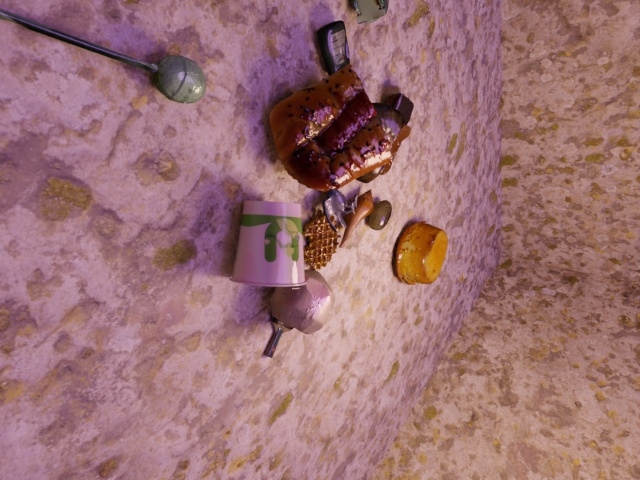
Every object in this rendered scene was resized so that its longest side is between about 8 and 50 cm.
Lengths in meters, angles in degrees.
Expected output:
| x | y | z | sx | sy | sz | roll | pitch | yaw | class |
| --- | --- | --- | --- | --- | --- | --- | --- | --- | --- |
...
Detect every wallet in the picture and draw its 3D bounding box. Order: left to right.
| x | y | z | sx | sy | sz | roll | pitch | yaw | class |
| --- | --- | --- | --- | --- | --- | --- | --- | --- | --- |
| 0.336 | -0.509 | 1.853 | 0.165 | 0.042 | 0.309 | 3 | 112 | -56 | wallet |

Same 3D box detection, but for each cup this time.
| x | y | z | sx | sy | sz | roll | pitch | yaw | class |
| --- | --- | --- | --- | --- | --- | --- | --- | --- | --- |
| -0.162 | 0.009 | 1.312 | 0.253 | 0.253 | 0.273 | 3 | 91 | -51 | cup |

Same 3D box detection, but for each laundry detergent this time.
| x | y | z | sx | sy | sz | roll | pitch | yaw | class |
| --- | --- | --- | --- | --- | --- | --- | --- | --- | --- |
| 0.065 | -0.683 | 1.489 | 0.144 | 0.078 | 0.221 | -49 | 134 | -34 | laundry detergent |

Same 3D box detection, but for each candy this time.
| x | y | z | sx | sy | sz | roll | pitch | yaw | class |
| --- | --- | --- | --- | --- | --- | --- | --- | --- | --- |
| -0.467 | -0.424 | 0.916 | 0.440 | 0.119 | 0.119 | 7 | 95 | -45 | candy |

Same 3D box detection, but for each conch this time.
| x | y | z | sx | sy | sz | roll | pitch | yaw | class |
| --- | --- | --- | --- | --- | --- | --- | --- | --- | --- |
| 0.145 | -0.105 | 1.745 | 0.093 | 0.109 | 0.330 | 48 | 63 | -24 | conch |

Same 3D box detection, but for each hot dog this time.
| x | y | z | sx | sy | sz | roll | pitch | yaw | class |
| --- | --- | --- | --- | --- | --- | --- | --- | --- | --- |
| 0.022 | -0.358 | 1.362 | 0.366 | 0.196 | 0.367 | -29 | 97 | -8 | hot dog |

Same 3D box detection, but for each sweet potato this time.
| x | y | z | sx | sy | sz | roll | pitch | yaw | class |
| --- | --- | --- | --- | --- | --- | --- | --- | --- | --- |
| 0.316 | -0.619 | 1.830 | 0.202 | 0.055 | 0.058 | -53 | 132 | -27 | sweet potato |

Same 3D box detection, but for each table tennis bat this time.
| x | y | z | sx | sy | sz | roll | pitch | yaw | class |
| --- | --- | --- | --- | --- | --- | --- | --- | --- | --- |
| -0.146 | 0.313 | 1.581 | 0.173 | 0.022 | 0.301 | 40 | 69 | -47 | table tennis bat |

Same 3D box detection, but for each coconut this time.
| x | y | z | sx | sy | sz | roll | pitch | yaw | class |
| --- | --- | --- | --- | --- | --- | --- | --- | --- | --- |
| -0.056 | 0.215 | 1.479 | 0.230 | 0.227 | 0.227 | -60 | 139 | -15 | coconut |

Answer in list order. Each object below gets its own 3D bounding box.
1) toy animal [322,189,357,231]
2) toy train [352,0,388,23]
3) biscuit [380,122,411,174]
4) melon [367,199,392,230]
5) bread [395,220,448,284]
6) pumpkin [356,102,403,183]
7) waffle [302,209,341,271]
| x | y | z | sx | sy | sz | roll | pitch | yaw | class |
| --- | --- | --- | --- | --- | --- | --- | --- | --- | --- |
| 0.060 | -0.159 | 1.617 | 0.239 | 0.177 | 0.255 | -63 | 160 | -47 | toy animal |
| 0.155 | -0.970 | 1.451 | 0.326 | 0.129 | 0.159 | 60 | 33 | -40 | toy train |
| 0.299 | -0.406 | 1.812 | 0.319 | 0.047 | 0.183 | -53 | 147 | -5 | biscuit |
| 0.286 | -0.122 | 1.912 | 0.099 | 0.099 | 0.162 | 45 | 68 | -47 | melon |
| 0.563 | 0.082 | 2.230 | 0.337 | 0.204 | 0.358 | 43 | 69 | -42 | bread |
| 0.159 | -0.419 | 1.613 | 0.232 | 0.242 | 0.324 | 26 | 84 | -21 | pumpkin |
| 0.000 | 0.000 | 1.638 | 0.231 | 0.051 | 0.228 | -55 | 137 | -25 | waffle |
